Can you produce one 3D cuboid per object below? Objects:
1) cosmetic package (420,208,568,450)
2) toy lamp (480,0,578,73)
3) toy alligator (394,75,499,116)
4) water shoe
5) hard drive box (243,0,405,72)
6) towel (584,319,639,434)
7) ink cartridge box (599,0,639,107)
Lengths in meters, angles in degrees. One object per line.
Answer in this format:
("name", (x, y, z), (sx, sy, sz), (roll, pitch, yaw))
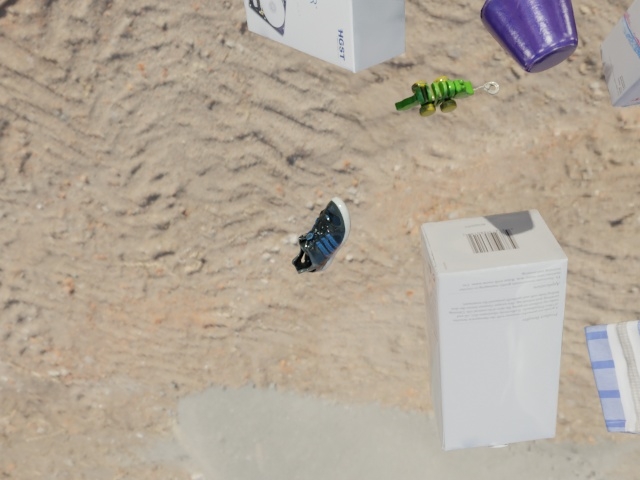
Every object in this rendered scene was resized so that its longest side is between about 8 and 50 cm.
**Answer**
("cosmetic package", (0.273, 0.153, 1.126), (0.196, 0.155, 0.366), (-6, 122, 0))
("toy lamp", (0.146, -0.276, 0.615), (0.080, 0.275, 0.080), (-22, 168, -5))
("toy alligator", (0.220, -0.253, 1.177), (0.189, 0.056, 0.051), (-12, 166, -6))
("water shoe", (0.000, 0.000, 1.401), (0.073, 0.080, 0.203), (53, 142, 30))
("hard drive box", (-0.004, -0.334, 0.866), (0.232, 0.089, 0.181), (33, 141, 42))
("towel", (0.576, 0.238, 1.192), (0.034, 0.209, 0.285), (-8, 173, -24))
("ink cartridge box", (0.557, -0.309, 1.009), (0.201, 0.117, 0.278), (-9, 170, 1))
